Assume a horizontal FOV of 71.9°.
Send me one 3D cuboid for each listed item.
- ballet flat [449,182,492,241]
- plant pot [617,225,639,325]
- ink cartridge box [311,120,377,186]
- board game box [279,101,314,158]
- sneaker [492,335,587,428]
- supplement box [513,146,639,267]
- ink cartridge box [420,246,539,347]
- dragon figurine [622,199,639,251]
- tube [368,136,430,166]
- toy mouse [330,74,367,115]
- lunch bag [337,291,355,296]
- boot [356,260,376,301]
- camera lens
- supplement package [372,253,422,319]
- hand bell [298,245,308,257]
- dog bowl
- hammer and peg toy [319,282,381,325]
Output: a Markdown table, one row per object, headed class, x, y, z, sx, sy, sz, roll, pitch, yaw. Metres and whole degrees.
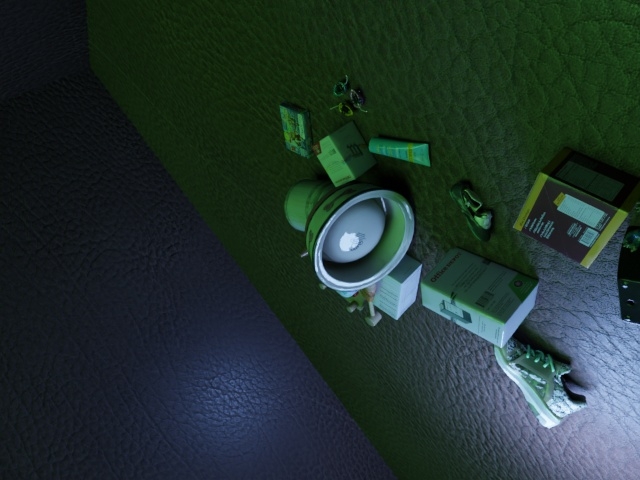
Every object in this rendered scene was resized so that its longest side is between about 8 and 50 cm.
| class | x | y | z | sx | sy | sz | roll | pitch | yaw |
| --- | --- | --- | --- | --- | --- | --- | --- | --- | --- |
| ballet flat | 0.461 | -0.086 | 1.312 | 0.203 | 0.074 | 0.074 | 56 | 152 | -4 |
| plant pot | 0.762 | 0.097 | 0.976 | 0.188 | 0.167 | 0.187 | 11 | 131 | 50 |
| ink cartridge box | 0.084 | -0.301 | 1.552 | 0.176 | 0.127 | 0.128 | 58 | 151 | -11 |
| board game box | -0.092 | -0.436 | 1.753 | 0.136 | 0.035 | 0.201 | 32 | 146 | 32 |
| sneaker | 0.733 | 0.419 | 1.481 | 0.182 | 0.158 | 0.410 | -36 | 91 | 31 |
| supplement box | 0.603 | -0.078 | 1.044 | 0.194 | 0.129 | 0.191 | 36 | 149 | 27 |
| ink cartridge box | 0.498 | 0.168 | 1.404 | 0.289 | 0.211 | 0.121 | 28 | 145 | 39 |
| dragon figurine | 0.713 | -0.030 | 0.877 | 0.085 | 0.288 | 0.144 | 20 | -179 | -39 |
| tube | 0.254 | -0.290 | 1.409 | 0.207 | 0.052 | 0.080 | 20 | 149 | 35 |
| toy mouse | 0.094 | -0.475 | 1.436 | 0.161 | 0.031 | 0.143 | 32 | 146 | 32 |
| lunch bag | 0.130 | 0.123 | 1.883 | 0.176 | 0.219 | 0.090 | 41 | 155 | 18 |
| boot | 0.167 | 0.140 | 1.759 | 0.152 | 0.073 | 0.197 | 82 | 173 | -52 |
| camera lens | 0.005 | -0.132 | 1.769 | 0.275 | 0.219 | 0.219 | 13 | 134 | 49 |
| supplement package | 0.302 | 0.177 | 1.776 | 0.134 | 0.139 | 0.243 | 33 | 146 | 30 |
| hand bell | 0.000 | 0.000 | 1.906 | 0.126 | 0.242 | 0.126 | 36 | 147 | 27 |
| dog bowl | 0.125 | -0.026 | 1.563 | 0.150 | 0.409 | 0.407 | 47 | 157 | 47 |
| hammer and peg toy | 0.157 | 0.209 | 2.044 | 0.361 | 0.127 | 0.265 | 37 | 147 | 25 |
